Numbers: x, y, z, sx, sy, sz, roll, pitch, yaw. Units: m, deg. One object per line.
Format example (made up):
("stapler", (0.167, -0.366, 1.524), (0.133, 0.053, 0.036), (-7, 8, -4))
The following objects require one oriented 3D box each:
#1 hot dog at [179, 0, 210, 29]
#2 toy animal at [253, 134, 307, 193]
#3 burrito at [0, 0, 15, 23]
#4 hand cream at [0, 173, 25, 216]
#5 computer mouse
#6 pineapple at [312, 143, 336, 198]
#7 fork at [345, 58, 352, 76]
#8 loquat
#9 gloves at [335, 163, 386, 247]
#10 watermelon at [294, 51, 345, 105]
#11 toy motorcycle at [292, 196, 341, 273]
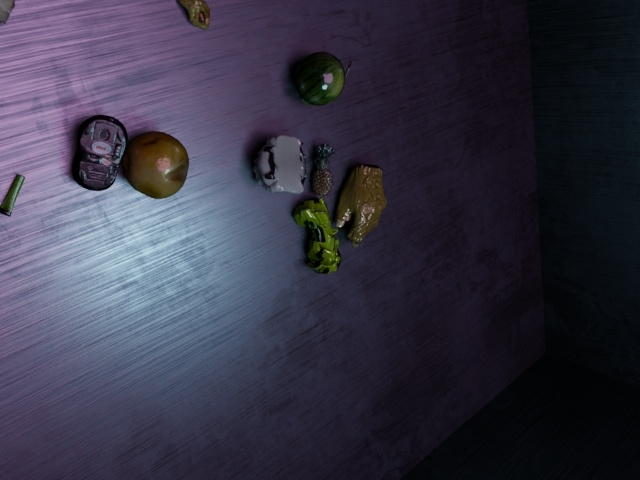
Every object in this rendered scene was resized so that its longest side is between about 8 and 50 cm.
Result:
("hot dog", (-0.401, -0.752, 1.788), (0.078, 0.061, 0.169), (-47, 125, -18))
("toy animal", (-0.150, -0.268, 2.049), (0.204, 0.156, 0.208), (-2, 86, -35))
("burrito", (-0.903, -0.668, 1.371), (0.299, 0.143, 0.105), (22, 54, -44))
("hand cream", (-0.876, -0.129, 1.591), (0.036, 0.023, 0.122), (25, 86, -19))
("computer mouse", (-0.665, -0.266, 1.676), (0.137, 0.096, 0.233), (14, 105, -27))
("pineapple", (0.012, -0.274, 2.221), (0.103, 0.083, 0.221), (-12, 108, -48))
("fork", (0.107, -0.673, 2.240), (0.012, 0.016, 0.115), (20, 88, -17))
("loquat", (-0.505, -0.234, 1.745), (0.213, 0.213, 0.213), (-11, 107, -36))
("gloves", (0.173, -0.143, 2.335), (0.203, 0.155, 0.356), (5, 101, -35))
("watermelon", (-0.011, -0.591, 2.069), (0.188, 0.215, 0.188), (30, 45, -36))
("toy motorcycle", (-0.002, 0.000, 2.244), (0.206, 0.142, 0.342), (-68, 143, -56))
